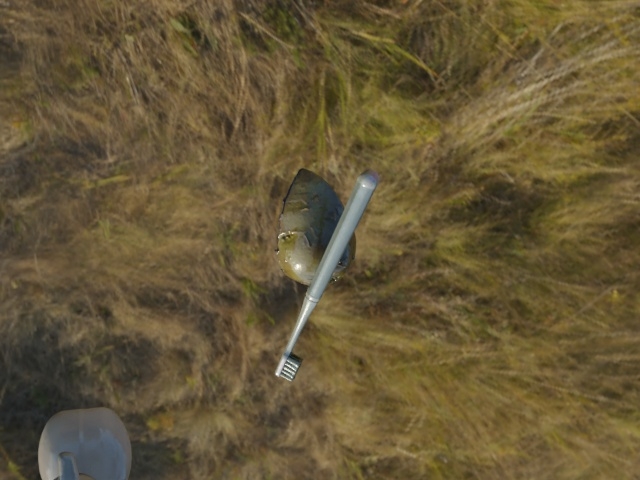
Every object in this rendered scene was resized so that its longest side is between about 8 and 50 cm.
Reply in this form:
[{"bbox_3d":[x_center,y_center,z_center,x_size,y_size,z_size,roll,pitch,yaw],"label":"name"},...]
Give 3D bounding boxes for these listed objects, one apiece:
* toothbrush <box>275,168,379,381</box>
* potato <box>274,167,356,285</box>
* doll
[{"bbox_3d":[0.003,0.055,1.029,0.030,0.025,0.342,27,123,8],"label":"toothbrush"},{"bbox_3d":[0.000,0.000,1.116,0.100,0.089,0.172,-41,135,-31],"label":"potato"},{"bbox_3d":[-0.141,0.178,0.490,0.059,0.160,0.161,-5,152,-10],"label":"doll"}]
